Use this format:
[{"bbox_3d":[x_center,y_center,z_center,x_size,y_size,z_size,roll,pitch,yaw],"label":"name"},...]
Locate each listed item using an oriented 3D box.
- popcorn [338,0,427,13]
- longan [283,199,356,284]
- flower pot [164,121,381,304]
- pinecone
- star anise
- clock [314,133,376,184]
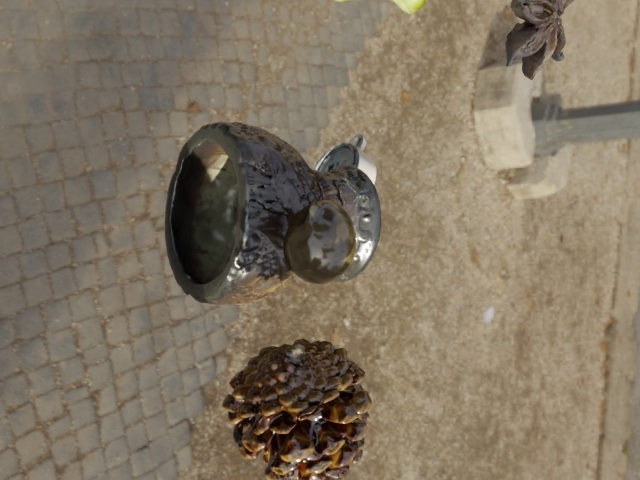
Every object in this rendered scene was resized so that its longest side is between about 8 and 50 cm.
[{"bbox_3d":[0.082,-0.407,0.727,0.312,0.312,0.312,1,89,-53],"label":"popcorn"},{"bbox_3d":[0.000,0.000,0.893,0.113,0.092,0.113,-36,133,-53],"label":"longan"},{"bbox_3d":[-0.065,-0.035,1.077,0.267,0.266,0.266,3,87,-37],"label":"flower pot"},{"bbox_3d":[-0.019,0.188,0.756,0.173,0.173,0.173,1,89,-53],"label":"pinecone"},{"bbox_3d":[0.323,-0.336,1.040,0.172,0.063,0.208,-33,141,-32],"label":"star anise"},{"bbox_3d":[0.037,-0.120,1.424,0.063,0.156,0.229,32,69,-33],"label":"clock"}]
